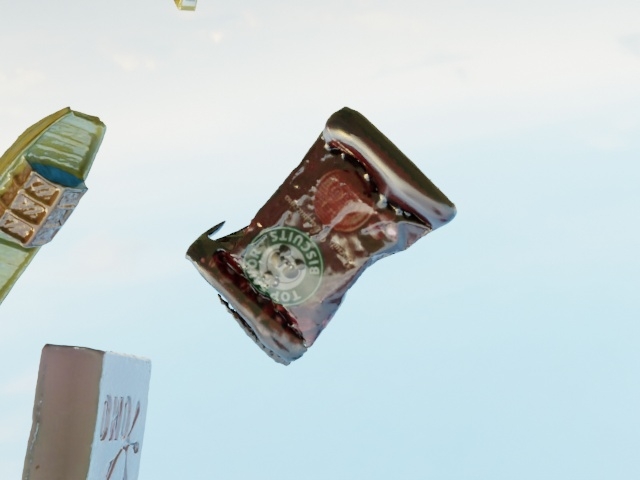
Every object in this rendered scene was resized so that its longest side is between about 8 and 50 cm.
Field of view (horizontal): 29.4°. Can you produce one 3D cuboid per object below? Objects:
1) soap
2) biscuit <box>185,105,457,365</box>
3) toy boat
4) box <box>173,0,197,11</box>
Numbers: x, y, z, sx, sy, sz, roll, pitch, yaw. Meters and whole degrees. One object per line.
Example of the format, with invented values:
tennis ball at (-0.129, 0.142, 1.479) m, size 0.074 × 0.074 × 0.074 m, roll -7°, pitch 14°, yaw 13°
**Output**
soap at (-0.354, 0.305, 1.850) m, size 0.107 × 0.285 × 0.296 m, roll 7°, pitch 174°, yaw 8°
biscuit at (-0.004, -0.005, 1.144) m, size 0.235 × 0.151 × 0.063 m, roll -43°, pitch 176°, yaw 14°
toy boat at (-0.212, -0.022, 0.875) m, size 0.065 × 0.172 × 0.066 m, roll 23°, pitch -160°, yaw -40°
box at (-0.138, -0.332, 1.296) m, size 0.022 × 0.156 × 0.089 m, roll -2°, pitch -144°, yaw -26°
